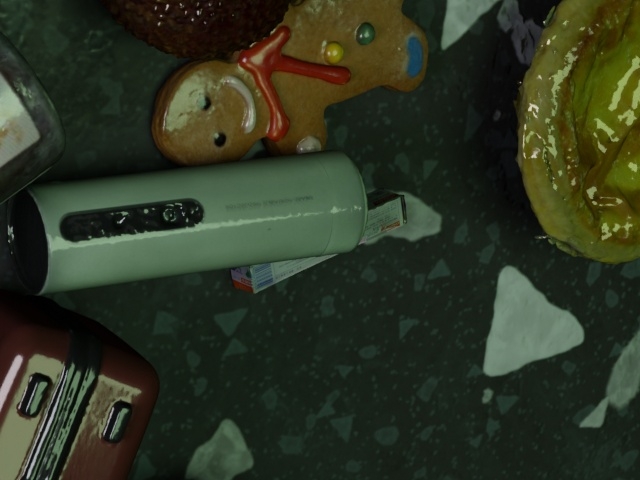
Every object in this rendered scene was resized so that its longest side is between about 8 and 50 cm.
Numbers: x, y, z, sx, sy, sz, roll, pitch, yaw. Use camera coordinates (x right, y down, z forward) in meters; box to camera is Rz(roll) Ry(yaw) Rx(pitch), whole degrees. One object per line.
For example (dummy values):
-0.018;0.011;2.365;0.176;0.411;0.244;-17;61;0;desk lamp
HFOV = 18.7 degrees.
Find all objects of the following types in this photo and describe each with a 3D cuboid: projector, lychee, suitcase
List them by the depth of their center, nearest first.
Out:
-0.282;0.203;1.769;0.161;0.236;0.297;20;93;-25;suitcase
-0.107;-0.259;1.778;0.194;0.194;0.194;-11;110;-31;lychee
-0.124;-0.020;1.864;0.337;0.108;0.108;-8;109;-27;projector

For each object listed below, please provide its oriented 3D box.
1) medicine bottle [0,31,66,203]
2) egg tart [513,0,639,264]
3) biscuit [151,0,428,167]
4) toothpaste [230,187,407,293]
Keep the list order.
-0.368;-0.063;1.666;0.273;0.165;0.165;-37;122;-19;medicine bottle
0.320;-0.144;2.122;0.341;0.132;0.341;-10;109;-30;egg tart
-0.025;-0.169;1.939;0.324;0.049;0.205;-27;119;-22;biscuit
0.000;0.000;2.005;0.196;0.047;0.040;-25;114;-26;toothpaste
